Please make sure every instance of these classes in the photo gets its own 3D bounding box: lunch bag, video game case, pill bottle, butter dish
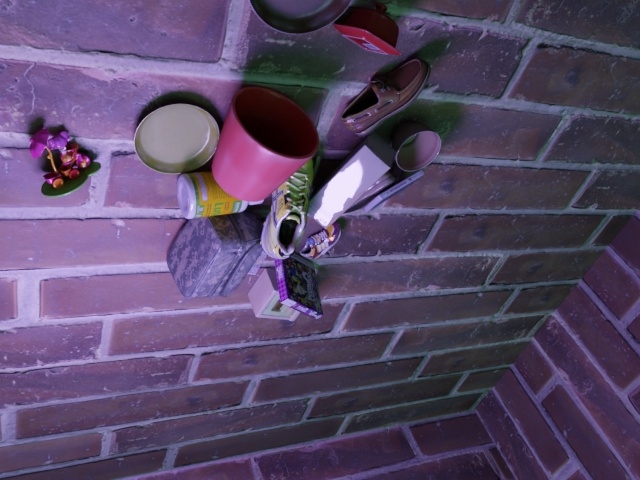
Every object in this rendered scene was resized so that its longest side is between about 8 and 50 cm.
[{"bbox_3d":[-0.320,0.037,2.026,0.256,0.212,0.305,-1,135,-47],"label":"lunch bag"},{"bbox_3d":[-0.082,0.154,2.248,0.042,0.232,0.210,-30,142,26],"label":"video game case"},{"bbox_3d":[-0.301,-0.147,1.875,0.246,0.136,0.136,-10,137,-28],"label":"pill bottle"},{"bbox_3d":[-0.251,0.077,2.246,0.087,0.011,0.122,7,130,-34],"label":"video game case"},{"bbox_3d":[0.145,-0.588,1.670,0.160,0.160,0.118,18,99,-40],"label":"butter dish"},{"bbox_3d":[0.254,-0.170,2.137,0.184,0.023,0.201,-31,177,-13],"label":"video game case"}]

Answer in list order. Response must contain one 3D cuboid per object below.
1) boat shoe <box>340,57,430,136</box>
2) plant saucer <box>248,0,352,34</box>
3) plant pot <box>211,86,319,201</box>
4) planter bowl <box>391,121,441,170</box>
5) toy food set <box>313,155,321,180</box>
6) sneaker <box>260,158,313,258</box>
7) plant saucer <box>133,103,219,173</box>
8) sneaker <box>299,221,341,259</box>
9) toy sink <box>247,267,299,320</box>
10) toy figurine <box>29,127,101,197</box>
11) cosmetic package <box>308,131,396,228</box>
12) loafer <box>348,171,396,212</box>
[{"bbox_3d":[0.196,-0.441,1.858,0.307,0.110,0.104,-43,139,18],"label":"boat shoe"},{"bbox_3d":[-0.044,-0.671,1.532,0.311,0.050,0.310,-16,140,-14],"label":"plant saucer"},{"bbox_3d":[-0.176,-0.258,1.755,0.275,0.274,0.243,6,141,-33],"label":"plant pot"},{"bbox_3d":[0.304,-0.327,2.040,0.162,0.109,0.162,-15,140,-14],"label":"planter bowl"},{"bbox_3d":[-0.102,-0.242,1.974,0.192,0.038,0.132,6,123,-26],"label":"toy food set"},{"bbox_3d":[-0.081,-0.125,1.893,0.145,0.147,0.384,5,97,-25],"label":"sneaker"},{"bbox_3d":[-0.410,-0.294,1.744,0.241,0.037,0.240,-16,139,-14],"label":"plant saucer"},{"bbox_3d":[0.000,0.000,2.255,0.084,0.069,0.185,11,126,-43],"label":"sneaker"},{"bbox_3d":[-0.132,0.215,2.364,0.234,0.131,0.152,11,128,-37],"label":"toy sink"},{"bbox_3d":[-0.690,-0.226,1.624,0.173,0.130,0.159,-35,135,-25],"label":"toy figurine"},{"bbox_3d":[0.093,-0.195,1.983,0.113,0.160,0.309,42,120,-9],"label":"cosmetic package"},{"bbox_3d":[0.139,-0.174,2.131,0.269,0.092,0.102,-30,168,27],"label":"loafer"}]
